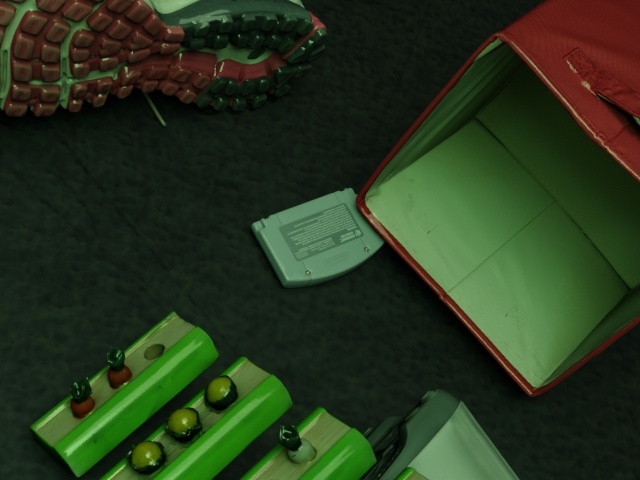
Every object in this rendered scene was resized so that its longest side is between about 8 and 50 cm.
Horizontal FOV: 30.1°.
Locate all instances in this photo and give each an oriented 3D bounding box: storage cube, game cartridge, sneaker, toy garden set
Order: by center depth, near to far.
[{"bbox_3d":[-0.084,0.137,0.589,0.204,0.049,0.244,-40,42,-24],"label":"toy garden set"},{"bbox_3d":[-0.139,-0.152,0.764,0.299,0.121,0.112,-1,54,-44],"label":"sneaker"},{"bbox_3d":[0.176,-0.049,0.790,0.184,0.215,0.193,48,50,7],"label":"storage cube"},{"bbox_3d":[0.000,0.000,0.803,0.083,0.017,0.056,-20,69,-30],"label":"game cartridge"}]

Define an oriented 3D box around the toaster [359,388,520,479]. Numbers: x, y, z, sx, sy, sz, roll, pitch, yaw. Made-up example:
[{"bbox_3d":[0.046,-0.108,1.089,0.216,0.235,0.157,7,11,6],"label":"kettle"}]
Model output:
[{"bbox_3d":[0.037,0.202,0.645,0.146,0.129,0.227,47,59,3],"label":"toaster"}]
